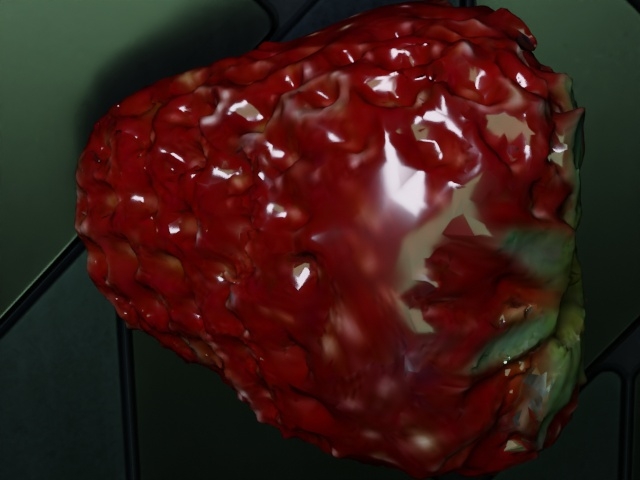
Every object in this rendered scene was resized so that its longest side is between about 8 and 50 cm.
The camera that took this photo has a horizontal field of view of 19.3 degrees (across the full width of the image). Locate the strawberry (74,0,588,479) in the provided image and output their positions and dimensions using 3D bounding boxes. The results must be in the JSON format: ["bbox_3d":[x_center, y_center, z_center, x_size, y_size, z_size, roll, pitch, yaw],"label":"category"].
[{"bbox_3d":[0.000,0.000,1.224,0.345,0.295,0.317,2,146,9],"label":"strawberry"}]
